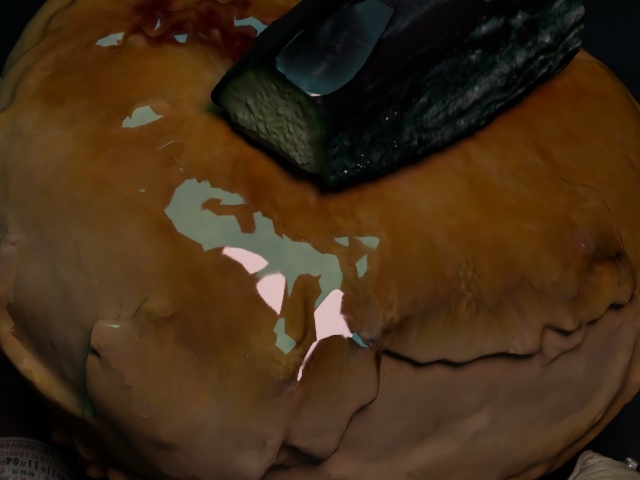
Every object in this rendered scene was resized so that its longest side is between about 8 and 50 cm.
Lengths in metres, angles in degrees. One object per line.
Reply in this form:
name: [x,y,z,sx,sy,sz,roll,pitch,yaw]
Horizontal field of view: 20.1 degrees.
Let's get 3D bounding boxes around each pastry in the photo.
pastry: [0.000,0.000,1.014,0.409,0.245,0.409,9,43,-8]

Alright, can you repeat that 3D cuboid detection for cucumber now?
cucumber: [0.041,-0.104,0.903,0.115,0.086,0.193,39,55,19]

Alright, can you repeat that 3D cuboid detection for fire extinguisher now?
fire extinguisher: [-0.154,0.161,0.983,0.099,0.071,0.231,20,39,-20]

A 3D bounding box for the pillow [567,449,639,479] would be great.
pillow: [0.146,0.237,0.887,0.185,0.075,0.302,33,49,15]
